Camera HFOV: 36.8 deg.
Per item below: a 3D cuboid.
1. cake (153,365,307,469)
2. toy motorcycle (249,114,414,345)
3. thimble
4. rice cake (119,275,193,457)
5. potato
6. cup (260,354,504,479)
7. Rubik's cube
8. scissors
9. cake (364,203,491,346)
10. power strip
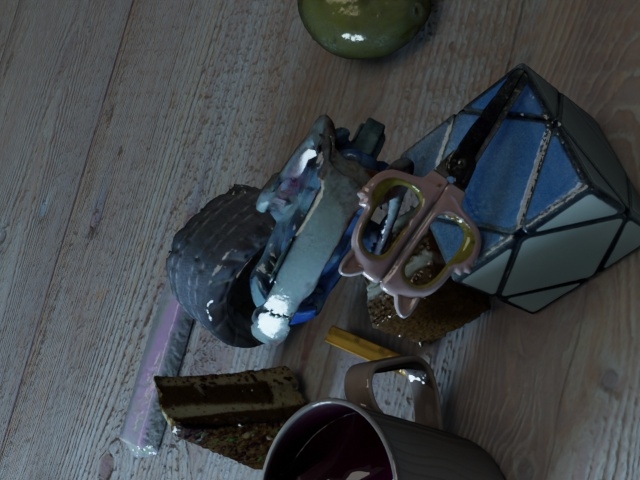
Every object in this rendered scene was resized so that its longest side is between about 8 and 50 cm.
[{"bbox_3d":[-0.145,0.274,1.432,0.112,0.246,0.135,56,131,38],"label":"cake"},{"bbox_3d":[-0.020,-0.013,1.234,0.182,0.241,0.319,41,125,22],"label":"toy motorcycle"},{"bbox_3d":[-0.119,0.036,1.510,0.172,0.205,0.236,35,99,44],"label":"thimble"},{"bbox_3d":[-0.278,0.205,1.692,0.072,0.056,0.365,10,81,45],"label":"rice cake"},{"bbox_3d":[0.065,-0.383,1.537,0.235,0.160,0.178,9,119,29],"label":"potato"},{"bbox_3d":[0.073,0.299,1.197,0.208,0.273,0.288,-40,52,24],"label":"cup"},{"bbox_3d":[0.261,-0.059,1.208,0.205,0.207,0.205,-38,52,27],"label":"Rubik's cube"},{"bbox_3d":[0.148,-0.066,1.109,0.317,0.160,0.024,-55,2,-4],"label":"scissors"},{"bbox_3d":[0.139,0.047,1.325,0.134,0.135,0.147,-36,53,30],"label":"cake"},{"bbox_3d":[0.077,0.163,1.397,0.178,0.049,0.028,20,84,44],"label":"power strip"}]
